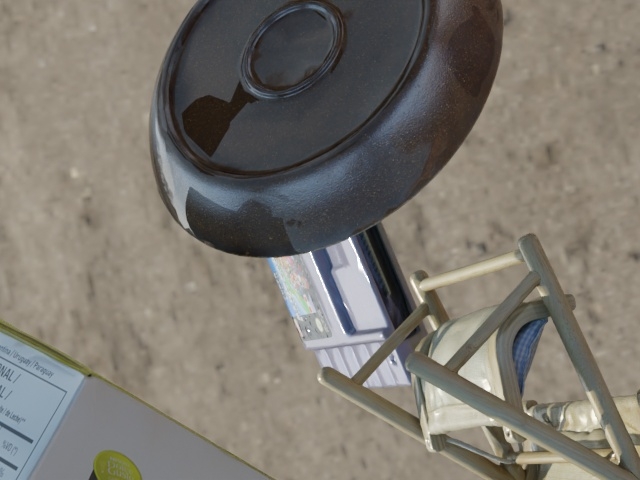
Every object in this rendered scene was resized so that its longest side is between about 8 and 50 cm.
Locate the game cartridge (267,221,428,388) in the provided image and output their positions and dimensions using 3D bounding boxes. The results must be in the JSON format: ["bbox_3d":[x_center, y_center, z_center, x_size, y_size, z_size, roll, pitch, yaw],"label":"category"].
[{"bbox_3d":[0.000,0.000,1.784,0.230,0.068,0.355,-18,96,62],"label":"game cartridge"}]

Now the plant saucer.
[{"bbox_3d":[-0.012,-0.134,1.206,0.310,0.050,0.311,-16,55,23],"label":"plant saucer"}]

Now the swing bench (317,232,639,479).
[{"bbox_3d":[0.167,0.154,1.431,0.255,0.165,0.253,48,160,-7],"label":"swing bench"}]

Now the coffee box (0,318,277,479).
[{"bbox_3d":[-0.257,0.255,1.250,0.338,0.337,0.334,19,76,41],"label":"coffee box"}]
